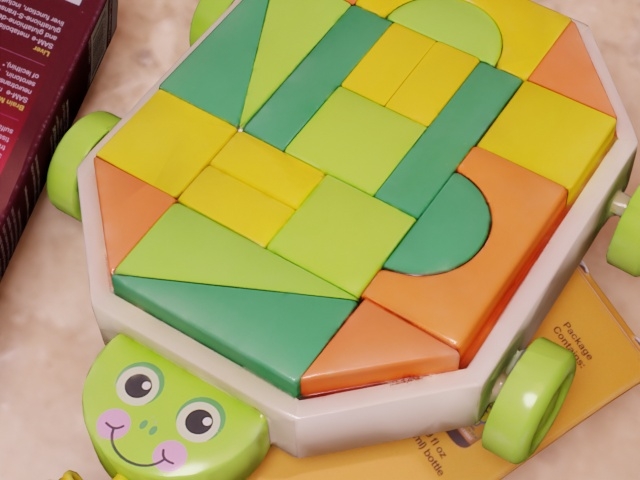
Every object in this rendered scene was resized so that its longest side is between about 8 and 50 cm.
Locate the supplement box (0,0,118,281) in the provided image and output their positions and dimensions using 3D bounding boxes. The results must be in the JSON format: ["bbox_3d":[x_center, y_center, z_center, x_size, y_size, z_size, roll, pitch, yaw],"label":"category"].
[{"bbox_3d":[-0.198,-0.045,0.620,0.130,0.073,0.239,22,69,-3],"label":"supplement box"}]

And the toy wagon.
[{"bbox_3d":[0.000,0.000,0.608,0.267,0.068,0.344,27,60,20],"label":"toy wagon"}]

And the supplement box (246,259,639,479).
[{"bbox_3d":[0.046,0.098,0.635,0.233,0.080,0.078,-31,80,-16],"label":"supplement box"}]
